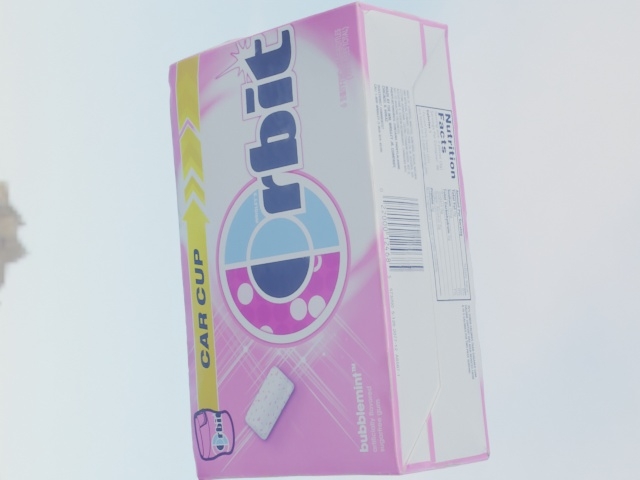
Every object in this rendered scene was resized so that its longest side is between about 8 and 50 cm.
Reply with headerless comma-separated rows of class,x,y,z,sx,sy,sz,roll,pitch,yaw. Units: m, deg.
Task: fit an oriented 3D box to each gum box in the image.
gum box,0.000,0.000,0.542,0.107,0.062,0.188,-10,-98,40
